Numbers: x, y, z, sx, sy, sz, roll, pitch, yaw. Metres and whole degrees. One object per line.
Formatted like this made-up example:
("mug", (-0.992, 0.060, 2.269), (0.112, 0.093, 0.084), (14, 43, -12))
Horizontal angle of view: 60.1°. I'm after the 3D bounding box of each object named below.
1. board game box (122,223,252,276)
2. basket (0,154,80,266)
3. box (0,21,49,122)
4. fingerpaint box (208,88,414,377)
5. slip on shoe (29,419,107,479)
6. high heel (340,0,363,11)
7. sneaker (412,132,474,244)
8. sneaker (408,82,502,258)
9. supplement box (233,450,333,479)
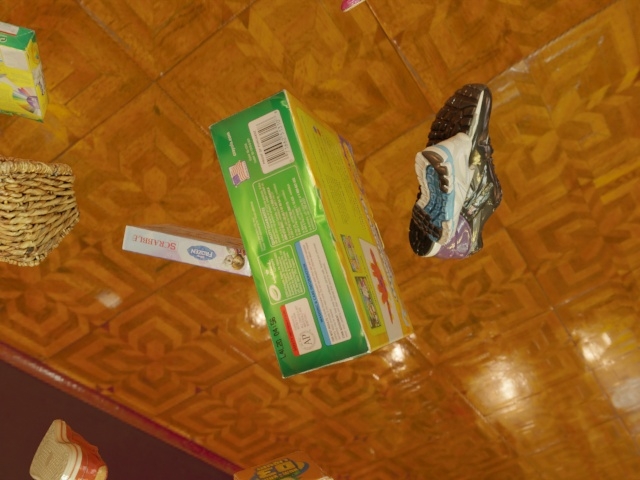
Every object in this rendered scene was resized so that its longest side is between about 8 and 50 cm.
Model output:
("board game box", (-0.308, 0.018, 1.469), (0.319, 0.318, 0.065), (12, 93, 3))
("basket", (-0.615, -0.115, 1.004), (0.300, 0.213, 0.222), (9, 128, 7))
("box", (-0.449, -0.235, 0.781), (0.105, 0.043, 0.179), (12, 153, -15))
("fingerpaint box", (0.000, 0.000, 1.042), (0.163, 0.444, 0.371), (-21, 170, 17))
("slip on shoe", (-0.546, 0.473, 1.195), (0.101, 0.122, 0.331), (34, 157, -29))
("high heel", (0.108, -0.671, 1.352), (0.244, 0.082, 0.117), (-47, 113, -11))
("sneaker", (0.178, -0.068, 0.761), (0.083, 0.071, 0.190), (-38, 150, -20))
("sneaker", (0.238, -0.106, 0.896), (0.124, 0.107, 0.283), (6, 108, -21))
("supplement box", (-0.018, 0.323, 0.507), (0.078, 0.080, 0.233), (-10, 96, -21))
